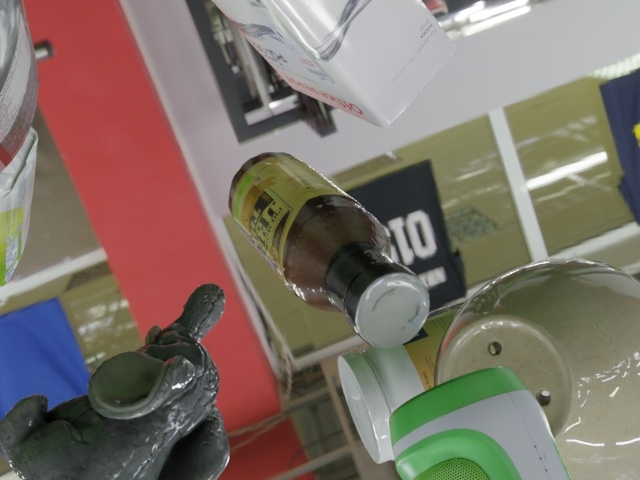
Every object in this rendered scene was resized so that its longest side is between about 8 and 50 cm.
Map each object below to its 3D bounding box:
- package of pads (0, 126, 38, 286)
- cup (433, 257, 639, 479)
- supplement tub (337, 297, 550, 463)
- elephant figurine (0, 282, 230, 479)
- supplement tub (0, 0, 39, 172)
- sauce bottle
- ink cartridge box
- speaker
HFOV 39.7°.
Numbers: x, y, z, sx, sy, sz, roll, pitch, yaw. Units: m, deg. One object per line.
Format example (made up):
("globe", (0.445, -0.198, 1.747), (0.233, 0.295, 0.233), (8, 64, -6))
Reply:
("package of pads", (-0.451, -0.081, 0.929), (0.229, 0.296, 0.101), (126, -18, -56))
("cup", (0.273, 0.178, 1.119), (0.331, 0.331, 0.237), (-11, 169, 33))
("supplement tub", (0.208, 0.235, 1.519), (0.316, 0.229, 0.228), (-18, -165, -11))
("elephant figurine", (-0.160, 0.157, 0.826), (0.239, 0.186, 0.169), (-34, 165, -7))
("supplement tub", (-0.275, -0.119, 0.508), (0.207, 0.207, 0.338), (-25, -174, -14))
("sauce bottle", (0.000, 0.000, 0.875), (0.111, 0.112, 0.344), (-24, -155, -12))
("ink cartridge box", (-0.026, -0.257, 0.873), (0.117, 0.283, 0.207), (-50, -143, -4))
("speaker", (0.154, 0.250, 0.655), (0.131, 0.297, 0.131), (-18, 157, -8))
